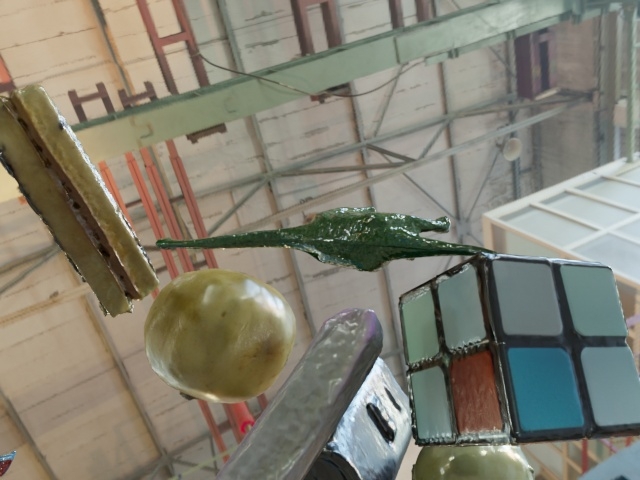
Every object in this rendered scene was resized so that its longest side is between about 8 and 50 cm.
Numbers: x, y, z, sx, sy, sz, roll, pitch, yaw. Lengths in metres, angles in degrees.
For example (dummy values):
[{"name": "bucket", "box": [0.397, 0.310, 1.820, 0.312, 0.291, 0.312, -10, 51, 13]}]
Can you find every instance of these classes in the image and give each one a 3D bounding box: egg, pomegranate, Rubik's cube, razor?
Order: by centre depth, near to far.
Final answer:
[{"name": "Rubik's cube", "box": [0.204, 0.125, 0.579, 0.167, 0.183, 0.180, 4, -110, -19]}, {"name": "egg", "box": [0.223, 0.346, 0.779, 0.201, 0.164, 0.164, 22, -81, -39]}, {"name": "razor", "box": [0.051, 0.291, 0.802, 0.107, 0.327, 0.189, -35, -93, 19]}, {"name": "pomegranate", "box": [-0.226, 0.216, 1.205, 0.333, 0.332, 0.332, -9, -67, -22]}]

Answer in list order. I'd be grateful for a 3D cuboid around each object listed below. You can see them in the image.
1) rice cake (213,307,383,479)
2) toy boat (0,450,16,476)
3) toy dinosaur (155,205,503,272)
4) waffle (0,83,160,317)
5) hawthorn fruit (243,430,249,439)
[{"name": "rice cake", "box": [-0.063, 0.221, 0.477, 0.399, 0.064, 0.070, -53, -26, -22]}, {"name": "toy boat", "box": [-0.677, 0.424, 1.020, 0.173, 0.058, 0.069, 14, -36, -38]}, {"name": "toy dinosaur", "box": [0.000, 0.000, 0.702, 0.301, 0.447, 0.087, -3, -85, -35]}, {"name": "waffle", "box": [-0.432, -0.064, 0.918, 0.114, 0.261, 0.376, -35, -65, -24]}, {"name": "hawthorn fruit", "box": [-0.126, 0.444, 1.151, 0.093, 0.093, 0.093, -9, -67, -22]}]
